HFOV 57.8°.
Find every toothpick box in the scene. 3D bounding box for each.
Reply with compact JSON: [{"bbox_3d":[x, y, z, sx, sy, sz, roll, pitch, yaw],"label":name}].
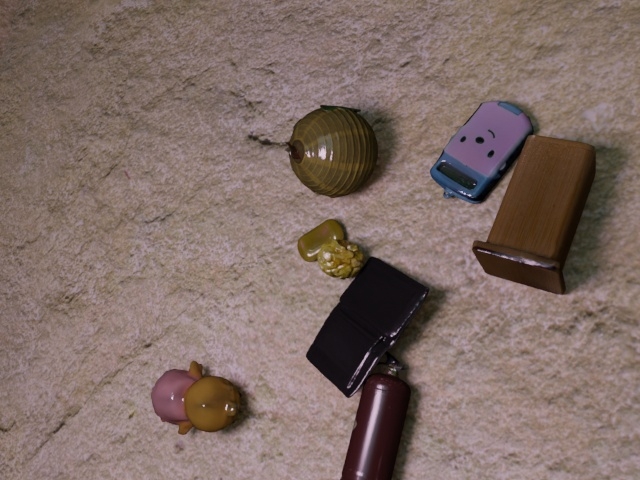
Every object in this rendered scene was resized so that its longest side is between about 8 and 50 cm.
[{"bbox_3d":[0.494,-0.062,1.305,0.187,0.190,0.308,17,76,32],"label":"toothpick box"}]

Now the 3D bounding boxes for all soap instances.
[{"bbox_3d":[0.001,0.000,1.598,0.140,0.045,0.089,-33,57,14],"label":"soap"}]

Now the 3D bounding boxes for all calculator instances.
[{"bbox_3d":[0.406,-0.225,1.478,0.173,0.051,0.293,39,91,30],"label":"calculator"}]

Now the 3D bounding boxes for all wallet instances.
[{"bbox_3d":[0.106,0.208,1.434,0.323,0.041,0.247,-57,36,-1],"label":"wallet"}]

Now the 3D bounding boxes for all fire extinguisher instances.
[{"bbox_3d":[0.131,0.420,1.347,0.135,0.114,0.337,-1,69,55],"label":"fire extinguisher"}]

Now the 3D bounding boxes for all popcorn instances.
[{"bbox_3d":[0.052,0.044,1.520,0.120,0.116,0.106,-18,24,10],"label":"popcorn"}]

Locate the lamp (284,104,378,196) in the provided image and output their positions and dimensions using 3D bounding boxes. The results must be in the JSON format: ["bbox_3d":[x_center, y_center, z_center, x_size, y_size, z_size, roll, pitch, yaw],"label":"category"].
[{"bbox_3d":[0.014,-0.232,1.541,0.250,0.284,0.250,13,107,48],"label":"lamp"}]

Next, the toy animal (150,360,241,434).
[{"bbox_3d":[-0.321,0.421,1.533,0.281,0.169,0.195,2,76,28],"label":"toy animal"}]
